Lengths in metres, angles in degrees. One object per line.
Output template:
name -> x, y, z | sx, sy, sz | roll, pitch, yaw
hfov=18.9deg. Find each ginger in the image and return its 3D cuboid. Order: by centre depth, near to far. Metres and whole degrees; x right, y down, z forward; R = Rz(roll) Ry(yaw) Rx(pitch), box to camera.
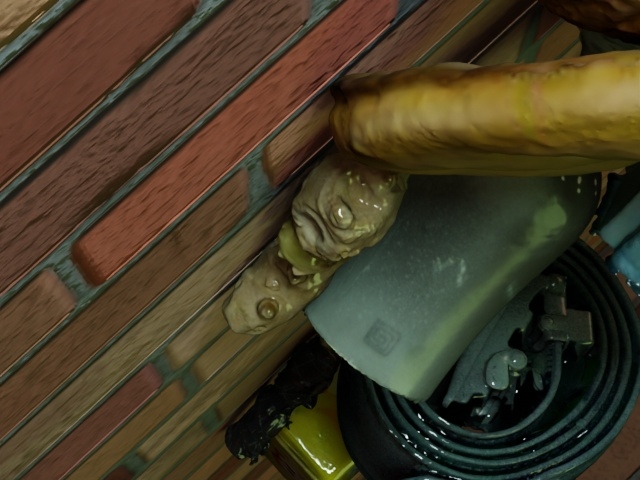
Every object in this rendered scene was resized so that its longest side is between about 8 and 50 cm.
ginger -> 0.001, -0.002, 0.970 | 0.069, 0.051, 0.173 | -51, 177, -30

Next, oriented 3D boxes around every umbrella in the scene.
umbrella -> -0.021, 0.111, 1.411 | 0.037, 0.040, 0.144 | -14, 149, -55

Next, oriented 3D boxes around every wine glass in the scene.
wine glass -> 0.091, -0.026, 1.022 | 0.231, 0.103, 0.103 | -51, 169, 14

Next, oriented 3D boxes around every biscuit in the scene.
biscuit -> 0.130, -0.051, 0.779 | 0.299, 0.045, 0.154 | 0, 178, 44

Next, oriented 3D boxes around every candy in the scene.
candy -> 0.073, 0.093, 1.581 | 0.276, 0.088, 0.146 | -41, 172, -13

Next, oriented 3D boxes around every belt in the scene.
belt -> 0.117, 0.104, 1.426 | 0.267, 0.206, 0.116 | -44, 172, -30

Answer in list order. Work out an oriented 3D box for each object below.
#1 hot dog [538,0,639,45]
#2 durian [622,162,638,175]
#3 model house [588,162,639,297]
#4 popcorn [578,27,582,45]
hot dog -> 0.215, -0.171, 0.791 | 0.267, 0.174, 0.387 | -49, 158, 19
durian -> 0.245, -0.106, 1.404 | 0.148, 0.091, 0.188 | -63, 178, -47
model house -> 0.233, -0.039, 1.016 | 0.148, 0.119, 0.148 | -58, 178, 33
popcorn -> 0.211, -0.130, 1.118 | 0.126, 0.126, 0.145 | -20, -170, 7
